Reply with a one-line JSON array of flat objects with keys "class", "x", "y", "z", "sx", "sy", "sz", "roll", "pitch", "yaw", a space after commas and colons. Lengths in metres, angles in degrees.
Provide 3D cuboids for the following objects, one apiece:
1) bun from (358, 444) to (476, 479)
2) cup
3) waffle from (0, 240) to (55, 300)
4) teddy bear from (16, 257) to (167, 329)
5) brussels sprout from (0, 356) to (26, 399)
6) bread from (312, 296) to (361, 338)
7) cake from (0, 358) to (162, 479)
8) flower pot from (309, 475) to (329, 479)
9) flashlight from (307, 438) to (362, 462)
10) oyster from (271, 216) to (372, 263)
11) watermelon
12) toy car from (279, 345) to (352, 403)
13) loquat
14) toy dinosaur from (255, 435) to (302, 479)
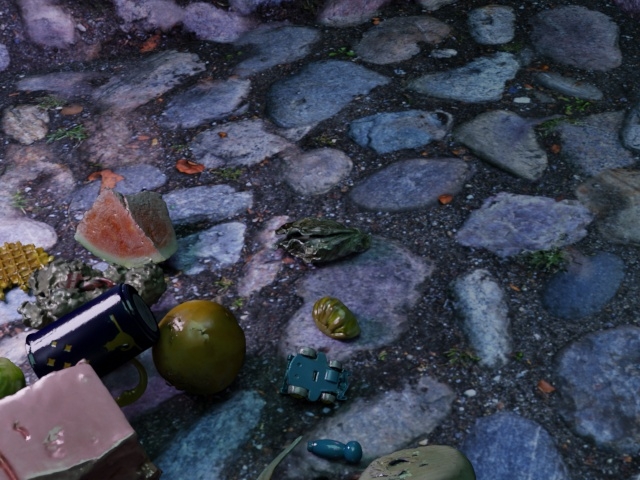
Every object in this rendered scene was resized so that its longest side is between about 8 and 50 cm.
[{"class": "bun", "x": 0.203, "y": 0.533, "z": 1.691, "sx": 0.273, "sy": 0.168, "sz": 0.273, "roll": -13, "pitch": 7, "yaw": 2}, {"class": "cup", "x": -0.499, "y": 0.248, "z": 1.874, "sx": 0.256, "sy": 0.255, "sz": 0.178, "roll": -30, "pitch": 51, "yaw": -1}, {"class": "waffle", "x": -0.902, "y": 0.086, "z": 2.317, "sx": 0.232, "sy": 0.051, "sz": 0.228, "roll": 11, "pitch": 44, "yaw": 15}, {"class": "teddy bear", "x": -0.648, "y": 0.133, "z": 2.146, "sx": 0.368, "sy": 0.224, "sz": 0.357, "roll": 29, "pitch": 31, "yaw": 31}, {"class": "brussels sprout", "x": -0.792, "y": 0.353, "z": 1.967, "sx": 0.155, "sy": 0.117, "sz": 0.155, "roll": -2, "pitch": 51, "yaw": 2}, {"class": "bread", "x": 0.039, "y": 0.201, "z": 2.133, "sx": 0.083, "sy": 0.094, "sz": 0.157, "roll": -27, "pitch": 56, "yaw": -31}, {"class": "cake", "x": -0.527, "y": 0.466, "z": 1.693, "sx": 0.314, "sy": 0.306, "sz": 0.293, "roll": -30, "pitch": 51, "yaw": -28}, {"class": "flower pot", "x": -0.020, "y": 0.580, "z": 1.677, "sx": 0.158, "sy": 0.157, "sz": 0.107, "roll": -27, "pitch": 60, "yaw": -25}, {"class": "flashlight", "x": 0.033, "y": 0.479, "z": 1.851, "sx": 0.129, "sy": 0.051, "sz": 0.051, "roll": 5, "pitch": 42, "yaw": 10}, {"class": "oyster", "x": 0.000, "y": 0.000, "z": 2.357, "sx": 0.268, "sy": 0.112, "sz": 0.198, "roll": 8, "pitch": 21, "yaw": 23}, {"class": "watermelon", "x": -0.560, "y": -0.036, "z": 2.333, "sx": 0.310, "sy": 0.231, "sz": 0.193, "roll": 12, "pitch": 7, "yaw": 38}, {"class": "toy car", "x": -0.015, "y": 0.340, "z": 1.995, "sx": 0.162, "sy": 0.098, "sz": 0.126, "roll": 19, "pitch": 68, "yaw": -18}, {"class": "loquat", "x": -0.298, "y": 0.261, "z": 1.970, "sx": 0.235, "sy": 0.235, "sz": 0.235, "roll": -1, "pitch": 42, "yaw": 1}, {"class": "toy dinosaur", "x": -0.166, "y": 0.542, "z": 1.700, "sx": 0.393, "sy": 0.092, "sz": 0.206, "roll": -23, "pitch": 9, "yaw": -39}]
